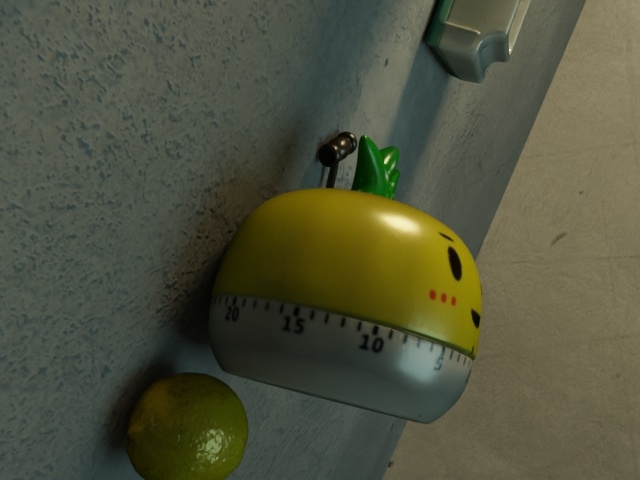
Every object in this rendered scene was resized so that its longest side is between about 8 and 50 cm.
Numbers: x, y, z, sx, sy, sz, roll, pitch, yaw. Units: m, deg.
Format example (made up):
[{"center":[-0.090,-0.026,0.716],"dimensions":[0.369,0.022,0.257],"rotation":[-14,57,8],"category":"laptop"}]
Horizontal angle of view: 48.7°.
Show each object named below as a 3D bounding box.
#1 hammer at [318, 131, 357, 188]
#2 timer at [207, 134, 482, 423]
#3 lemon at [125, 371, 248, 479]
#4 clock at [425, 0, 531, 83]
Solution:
[{"center":[0.000,0.000,0.912],"dimensions":[0.058,0.029,0.292],"rotation":[-39,147,-50],"category":"hammer"},{"center":[0.035,0.024,0.699],"dimensions":[0.285,0.285,0.285],"rotation":[-53,155,-37],"category":"timer"},{"center":[-0.121,0.176,0.651],"dimensions":[0.133,0.109,0.109],"rotation":[23,89,-56],"category":"lemon"},{"center":[0.274,-0.386,1.089],"dimensions":[0.262,0.116,0.231],"rotation":[-69,161,6],"category":"clock"}]
